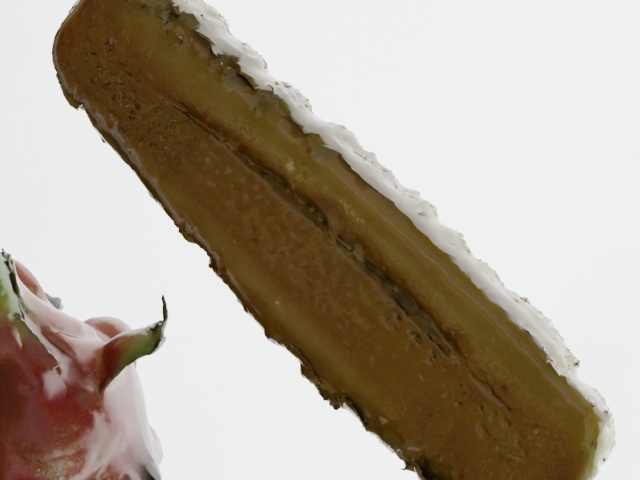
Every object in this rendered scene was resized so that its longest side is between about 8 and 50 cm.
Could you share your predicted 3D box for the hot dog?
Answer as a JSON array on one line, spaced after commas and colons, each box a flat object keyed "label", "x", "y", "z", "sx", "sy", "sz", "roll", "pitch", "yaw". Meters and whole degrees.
[{"label": "hot dog", "x": 0.001, "y": -0.001, "z": 0.648, "sx": 0.083, "sy": 0.068, "sz": 0.289, "roll": -47, "pitch": -107, "yaw": 10}]

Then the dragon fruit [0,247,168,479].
[{"label": "dragon fruit", "x": -0.139, "y": 0.070, "z": 0.764, "sx": 0.135, "sy": 0.137, "sz": 0.236, "roll": -134, "pitch": -139, "yaw": -57}]
